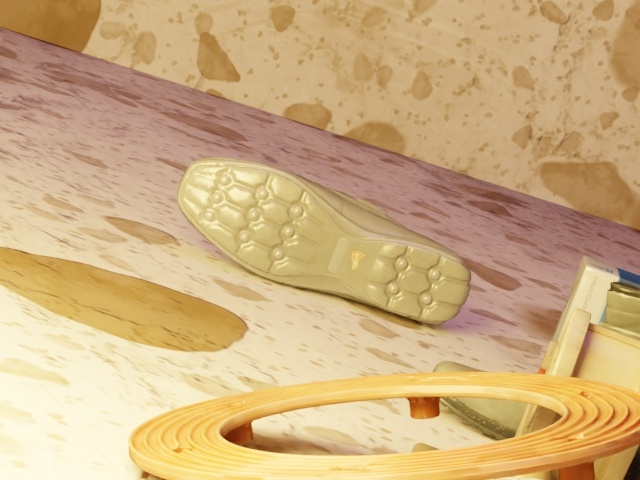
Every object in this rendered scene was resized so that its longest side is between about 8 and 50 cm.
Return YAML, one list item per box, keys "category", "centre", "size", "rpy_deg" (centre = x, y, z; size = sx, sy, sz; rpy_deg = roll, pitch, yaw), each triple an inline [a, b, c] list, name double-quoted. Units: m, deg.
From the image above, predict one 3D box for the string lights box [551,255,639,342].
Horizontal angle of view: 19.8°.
- category: "string lights box"
  centre: [0.356, 0.123, 1.776]
  size: [0.260, 0.133, 0.077]
  rpy_deg: [19, 9, 3]

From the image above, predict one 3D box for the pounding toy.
- category: "pounding toy"
  centre: [0.167, 0.117, 1.377]
  size: [0.155, 0.154, 0.269]
  rpy_deg: [20, 9, 5]

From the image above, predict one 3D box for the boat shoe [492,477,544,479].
- category: "boat shoe"
  centre: [0.120, 0.190, 1.065]
  size: [0.088, 0.096, 0.267]
  rpy_deg: [13, 10, -13]

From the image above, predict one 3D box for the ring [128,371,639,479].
- category: "ring"
  centre: [0.046, 0.126, 1.164]
  size: [0.337, 0.032, 0.336]
  rpy_deg: [-3, 4, 0]

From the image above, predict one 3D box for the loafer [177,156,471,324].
- category: "loafer"
  centre: [0.000, 0.000, 1.876]
  size: [0.319, 0.112, 0.111]
  rpy_deg: [25, 3, -13]

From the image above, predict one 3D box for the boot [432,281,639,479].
- category: "boot"
  centre: [0.225, 0.104, 1.541]
  size: [0.247, 0.161, 0.083]
  rpy_deg: [20, 9, 2]
